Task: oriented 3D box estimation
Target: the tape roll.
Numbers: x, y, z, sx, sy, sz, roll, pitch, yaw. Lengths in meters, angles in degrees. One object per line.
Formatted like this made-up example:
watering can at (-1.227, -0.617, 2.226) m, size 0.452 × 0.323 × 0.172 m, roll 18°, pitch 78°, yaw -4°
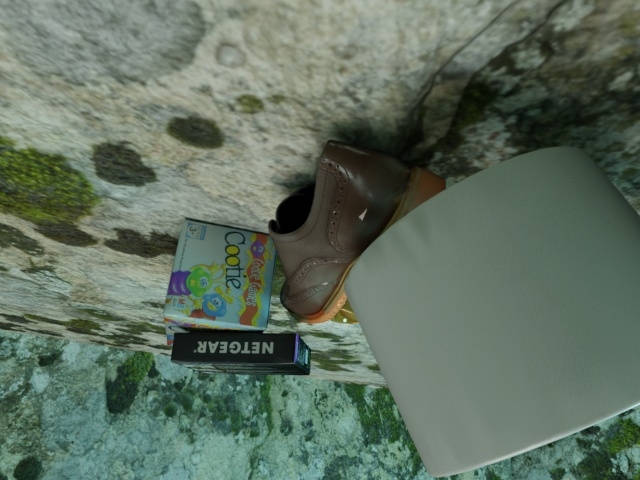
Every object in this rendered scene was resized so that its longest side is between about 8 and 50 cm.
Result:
tape roll at (0.163, 0.065, 0.387) m, size 0.246 × 0.169 × 0.246 m, roll -20°, pitch 155°, yaw -10°

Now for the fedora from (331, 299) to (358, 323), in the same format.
fedora at (0.061, 0.104, 0.807) m, size 0.194 × 0.079 × 0.194 m, roll 5°, pitch 157°, yaw 2°

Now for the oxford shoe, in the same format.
oxford shoe at (0.000, 0.000, 0.558) m, size 0.132 × 0.130 × 0.364 m, roll 28°, pitch 147°, yaw -7°

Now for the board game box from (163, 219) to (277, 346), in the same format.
board game box at (-0.171, 0.093, 0.755) m, size 0.142 × 0.144 × 0.275 m, roll 11°, pitch 156°, yaw -13°

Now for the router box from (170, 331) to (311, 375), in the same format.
router box at (-0.111, 0.171, 0.681) m, size 0.178 × 0.046 × 0.133 m, roll -1°, pitch 157°, yaw 7°
